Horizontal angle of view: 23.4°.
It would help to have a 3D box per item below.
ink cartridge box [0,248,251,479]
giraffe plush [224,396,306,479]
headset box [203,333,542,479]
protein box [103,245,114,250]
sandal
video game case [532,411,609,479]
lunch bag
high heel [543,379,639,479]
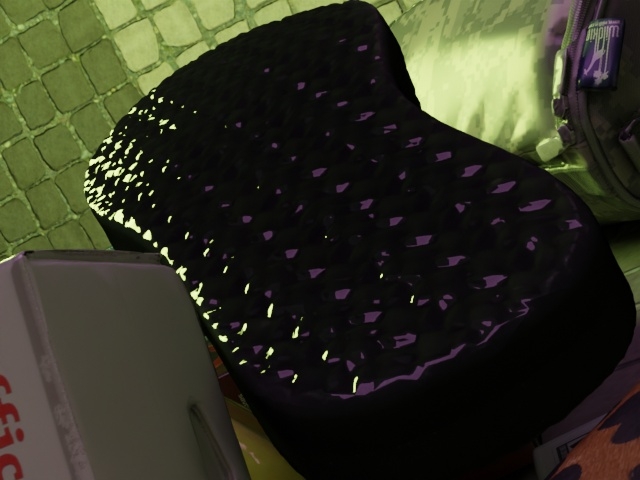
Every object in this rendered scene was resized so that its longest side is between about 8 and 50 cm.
[{"bbox_3d":[-0.132,0.114,0.510,0.218,0.158,0.092,-24,-12,21],"label":"ink cartridge box"},{"bbox_3d":[-0.075,0.142,0.607,0.170,0.210,0.181,-61,22,-4],"label":"giraffe plush"},{"bbox_3d":[-0.010,0.083,0.825,0.293,0.110,0.218,-27,9,11],"label":"headset box"},{"bbox_3d":[-0.146,0.078,1.210,0.200,0.136,0.201,-30,8,-10],"label":"protein box"},{"bbox_3d":[-0.002,0.002,0.667,0.167,0.107,0.446,-28,25,-2],"label":"sandal"},{"bbox_3d":[0.167,0.080,0.582,0.173,0.022,0.190,-28,8,8],"label":"video game case"},{"bbox_3d":[0.176,-0.108,1.086,0.256,0.212,0.305,-52,18,-26],"label":"lunch bag"},{"bbox_3d":[0.110,0.052,0.501,0.186,0.093,0.261,-21,18,11],"label":"high heel"}]
